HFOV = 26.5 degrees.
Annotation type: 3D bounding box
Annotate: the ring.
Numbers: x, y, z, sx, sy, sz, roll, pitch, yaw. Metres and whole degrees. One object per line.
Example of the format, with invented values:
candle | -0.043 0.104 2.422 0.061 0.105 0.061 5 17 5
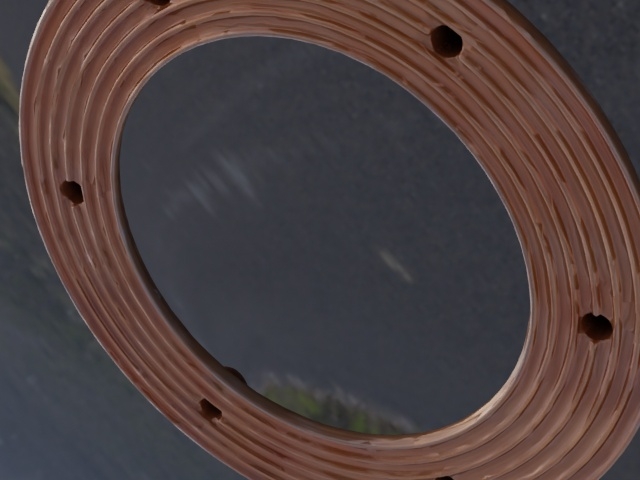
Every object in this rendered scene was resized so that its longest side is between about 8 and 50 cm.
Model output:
ring | 0.000 0.000 0.640 0.336 0.032 0.337 17 129 22
